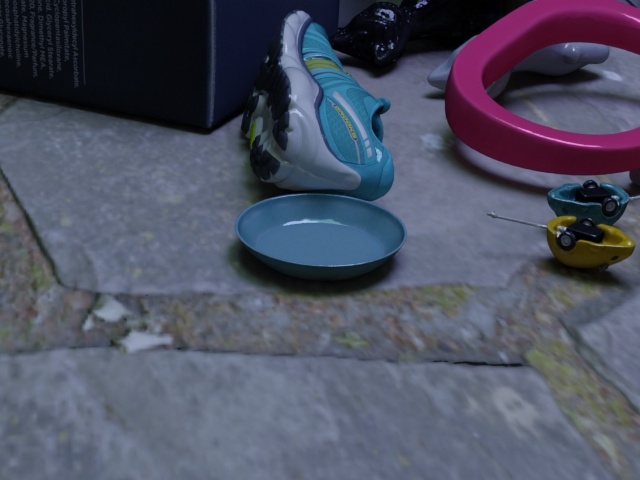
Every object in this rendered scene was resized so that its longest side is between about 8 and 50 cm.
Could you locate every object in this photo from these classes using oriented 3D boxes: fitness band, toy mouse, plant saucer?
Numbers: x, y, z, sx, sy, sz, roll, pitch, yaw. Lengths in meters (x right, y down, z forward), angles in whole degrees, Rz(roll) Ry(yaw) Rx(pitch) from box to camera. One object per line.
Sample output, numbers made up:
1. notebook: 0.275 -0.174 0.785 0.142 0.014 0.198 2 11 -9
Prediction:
1. fitness band: 0.234 -0.133 1.093 0.209 0.054 0.291 26 41 25
2. toy mouse: 0.221 -0.010 0.910 0.161 0.031 0.143 17 29 26
3. plant saucer: 0.000 0.000 0.875 0.119 0.021 0.119 2 26 -1

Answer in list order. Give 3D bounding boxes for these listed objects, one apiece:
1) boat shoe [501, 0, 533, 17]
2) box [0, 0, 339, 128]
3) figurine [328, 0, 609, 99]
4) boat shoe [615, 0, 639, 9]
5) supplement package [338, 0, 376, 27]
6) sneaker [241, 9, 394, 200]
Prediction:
1. boat shoe: 0.220 -0.290 1.426 0.092 0.102 0.285 -15 25 -25
2. box: -0.210 -0.279 1.219 0.396 0.211 0.293 12 26 20
3. figurine: 0.150 -0.205 1.269 0.209 0.092 0.215 -29 40 -36
4. boat shoe: 0.295 -0.333 1.389 0.258 0.084 0.095 26 22 -49
5. supplement package: -0.020 -0.363 1.438 0.149 0.194 0.203 0 25 -10
6. sneaker: -0.002 -0.104 1.042 0.110 0.107 0.275 18 27 -15
